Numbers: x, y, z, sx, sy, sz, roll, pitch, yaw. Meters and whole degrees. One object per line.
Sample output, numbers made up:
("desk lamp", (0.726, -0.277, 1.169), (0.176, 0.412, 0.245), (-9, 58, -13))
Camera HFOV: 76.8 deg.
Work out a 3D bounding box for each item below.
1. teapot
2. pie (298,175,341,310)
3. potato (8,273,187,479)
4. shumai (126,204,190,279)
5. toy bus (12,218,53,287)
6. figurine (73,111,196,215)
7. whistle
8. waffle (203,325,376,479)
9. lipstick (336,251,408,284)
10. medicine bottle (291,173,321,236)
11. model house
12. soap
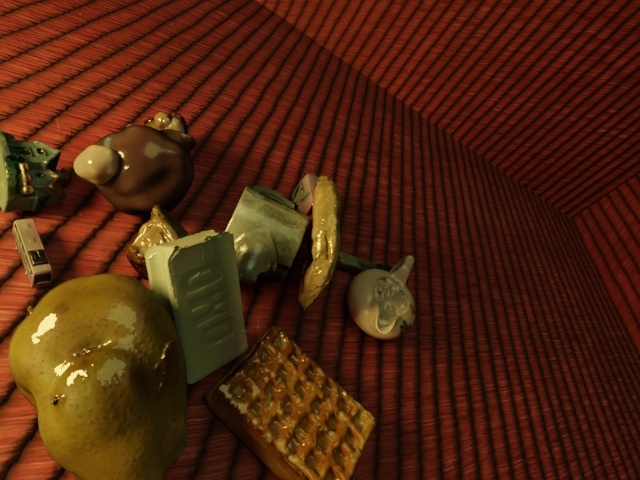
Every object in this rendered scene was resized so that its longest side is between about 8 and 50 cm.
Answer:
("teapot", (0.177, 0.160, 1.113), (0.204, 0.139, 0.298), (32, 45, -5))
("pie", (0.000, 0.000, 0.976), (0.075, 0.337, 0.337), (10, 45, -4))
("potato", (-0.320, 0.220, 0.624), (0.218, 0.202, 0.350), (-21, 78, -40))
("shumai", (-0.325, 0.034, 0.851), (0.120, 0.201, 0.201), (-34, 75, -9))
("toy bus", (-0.532, 0.022, 0.747), (0.037, 0.052, 0.130), (-11, 62, -47))
("figurine", (-0.397, -0.221, 0.950), (0.218, 0.206, 0.364), (-2, 49, -8))
("whistle", (-0.150, -0.025, 1.039), (0.168, 0.188, 0.405), (25, 8, -11))
("waffle", (-0.054, 0.340, 0.807), (0.308, 0.091, 0.213), (44, 39, 2))
("lipstick", (0.127, 0.083, 1.222), (0.312, 0.051, 0.051), (19, 46, -23))
("medicine bottle", (-0.015, -0.096, 1.218), (0.095, 0.119, 0.187), (12, 47, -31))
("model house", (-0.573, -0.136, 0.822), (0.149, 0.119, 0.148), (-10, 60, -53))
("soap", (-0.223, 0.114, 0.753), (0.094, 0.261, 0.150), (7, 19, 32))
